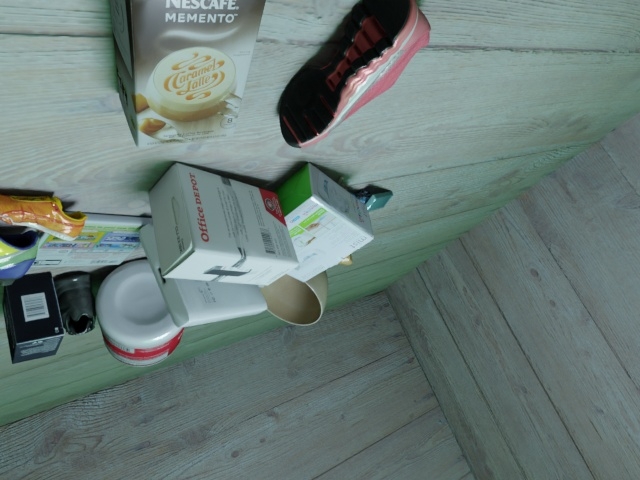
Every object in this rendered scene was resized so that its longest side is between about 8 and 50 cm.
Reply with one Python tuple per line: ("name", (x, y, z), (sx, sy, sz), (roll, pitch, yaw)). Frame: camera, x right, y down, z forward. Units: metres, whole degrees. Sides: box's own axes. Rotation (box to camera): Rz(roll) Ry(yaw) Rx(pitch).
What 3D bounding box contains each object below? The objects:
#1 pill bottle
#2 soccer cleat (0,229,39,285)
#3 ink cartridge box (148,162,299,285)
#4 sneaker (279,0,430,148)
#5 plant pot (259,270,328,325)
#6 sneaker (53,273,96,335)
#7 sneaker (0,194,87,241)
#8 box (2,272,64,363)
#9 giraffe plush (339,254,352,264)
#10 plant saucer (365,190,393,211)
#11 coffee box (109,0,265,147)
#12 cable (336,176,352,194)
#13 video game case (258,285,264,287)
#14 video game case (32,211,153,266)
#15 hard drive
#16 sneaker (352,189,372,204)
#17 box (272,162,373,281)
("pill bottle", (-0.509, 0.233, 1.200), (0.229, 0.229, 0.408), (-14, 161, -29))
("soccer cleat", (-0.606, -0.003, 0.658), (0.121, 0.093, 0.289), (-58, 153, 4))
("ink cartridge box", (-0.197, -0.022, 0.863), (0.114, 0.197, 0.272), (-34, 152, 29))
("sneaker", (0.059, -0.258, 0.699), (0.314, 0.116, 0.136), (-37, 160, 35))
("plant pot", (-0.086, 0.142, 1.512), (0.284, 0.284, 0.191), (-43, -170, 46))
("sneaker", (-0.640, 0.194, 1.079), (0.109, 0.130, 0.286), (-16, 162, -32))
("sneaker", (-0.485, -0.054, 0.697), (0.067, 0.064, 0.175), (-62, 152, -1))
("box", (-0.666, 0.181, 0.957), (0.093, 0.156, 0.158), (-7, 156, -41))
("giraffe plush", (0.000, 0.000, 1.369), (0.170, 0.181, 0.210), (-17, -161, 11))
("plant saucer", (0.187, -0.124, 1.331), (0.067, 0.018, 0.192), (-54, 166, 24))
("coffee box", (-0.167, -0.232, 0.500), (0.141, 0.098, 0.246), (-16, 161, -27))
("cable", (-0.003, -0.076, 1.211), (0.139, 0.072, 0.287), (-29, 165, -38))
("video game case", (-0.295, 0.117, 1.318), (0.173, 0.022, 0.190), (12, 175, 22))
("video game case", (-0.491, 0.002, 0.889), (0.193, 0.023, 0.212), (-35, 159, 30))
("hard drive", (-0.271, 0.085, 1.026), (0.047, 0.233, 0.353), (-31, 166, 14))
("sneaker", (0.116, -0.132, 1.271), (0.073, 0.063, 0.162), (-45, 164, 14))
("box", (-0.036, -0.031, 1.075), (0.262, 0.127, 0.231), (-35, 133, 30))
